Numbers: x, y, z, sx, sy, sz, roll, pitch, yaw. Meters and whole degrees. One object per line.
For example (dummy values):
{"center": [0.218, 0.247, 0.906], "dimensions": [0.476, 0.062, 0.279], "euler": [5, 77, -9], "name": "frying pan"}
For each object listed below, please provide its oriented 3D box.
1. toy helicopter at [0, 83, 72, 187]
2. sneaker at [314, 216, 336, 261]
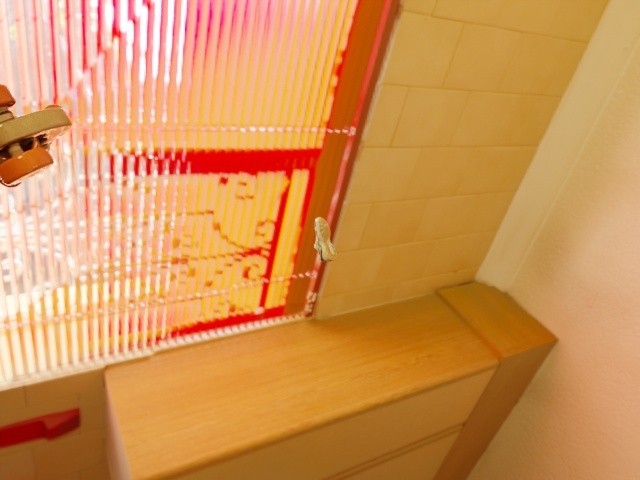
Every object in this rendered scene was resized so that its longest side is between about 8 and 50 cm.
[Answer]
{"center": [-0.596, -0.148, 0.903], "dimensions": [0.140, 0.355, 0.235], "euler": [62, 15, -16], "name": "toy helicopter"}
{"center": [0.000, 0.000, 0.927], "dimensions": [0.037, 0.032, 0.083], "euler": [-15, -91, 45], "name": "sneaker"}
